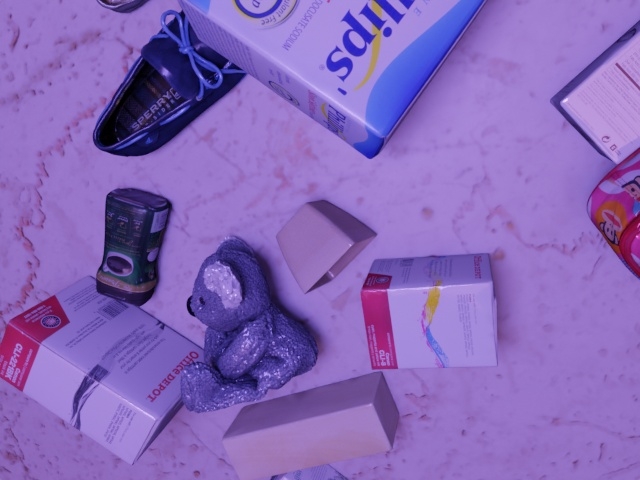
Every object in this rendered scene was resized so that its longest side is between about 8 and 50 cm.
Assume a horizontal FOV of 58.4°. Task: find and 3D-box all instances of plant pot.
[{"bbox_3d":[0.000,0.000,0.849,0.096,0.109,0.109,47,112,10],"label":"plant pot"}]

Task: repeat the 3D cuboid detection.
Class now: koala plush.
[{"bbox_3d":[-0.121,0.111,0.875,0.203,0.196,0.221,-13,103,6],"label":"koala plush"}]

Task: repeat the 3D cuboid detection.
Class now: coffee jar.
[{"bbox_3d":[-0.310,0.013,0.940,0.096,0.079,0.184,18,109,6],"label":"coffee jar"}]

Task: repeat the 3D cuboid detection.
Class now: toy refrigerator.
[{"bbox_3d":[-0.014,0.310,0.943,0.269,0.102,0.094,-19,101,18],"label":"toy refrigerator"}]

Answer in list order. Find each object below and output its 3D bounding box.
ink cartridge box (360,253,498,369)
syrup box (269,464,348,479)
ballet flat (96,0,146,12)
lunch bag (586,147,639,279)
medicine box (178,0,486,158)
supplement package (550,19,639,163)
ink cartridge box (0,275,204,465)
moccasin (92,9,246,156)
[{"bbox_3d":[0.160,0.099,0.820,0.176,0.128,0.127,-5,105,16],"label":"ink cartridge box"},{"bbox_3d":[0.018,0.474,0.987,0.237,0.093,0.096,36,112,2],"label":"syrup box"},{"bbox_3d":[-0.230,-0.387,0.806,0.213,0.068,0.072,-24,99,19],"label":"ballet flat"},{"bbox_3d":[0.501,-0.048,0.678,0.258,0.120,0.293,33,115,-27],"label":"lunch bag"},{"bbox_3d":[0.027,-0.292,0.681,0.289,0.149,0.263,35,89,1],"label":"medicine box"},{"bbox_3d":[0.387,-0.195,0.688,0.105,0.105,0.179,47,111,0],"label":"supplement package"},{"bbox_3d":[-0.347,0.203,0.943,0.273,0.197,0.114,31,113,4],"label":"ink cartridge box"},{"bbox_3d":[-0.194,-0.233,0.817,0.138,0.117,0.342,43,111,-1],"label":"moccasin"}]
